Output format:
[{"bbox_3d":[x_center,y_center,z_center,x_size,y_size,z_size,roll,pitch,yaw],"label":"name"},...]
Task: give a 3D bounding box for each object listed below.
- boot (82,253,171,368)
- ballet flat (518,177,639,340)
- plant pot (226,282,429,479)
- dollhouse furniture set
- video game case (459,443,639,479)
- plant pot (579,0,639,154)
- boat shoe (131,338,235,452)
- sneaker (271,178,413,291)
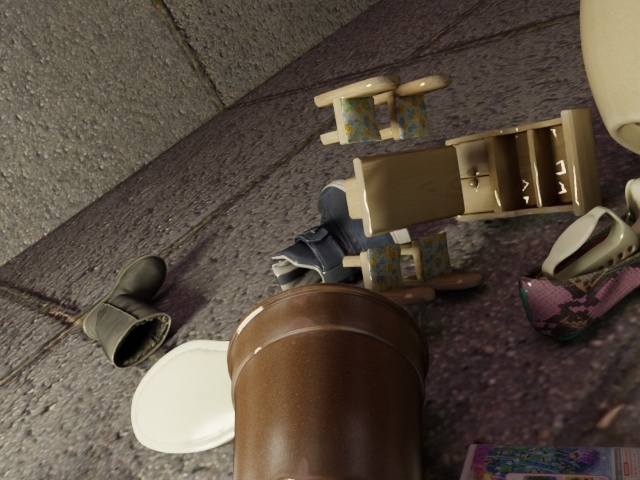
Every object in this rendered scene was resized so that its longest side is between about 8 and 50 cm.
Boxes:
[{"bbox_3d":[-0.280,0.101,1.051,0.189,0.076,0.208,-55,22,-19],"label":"boot"},{"bbox_3d":[0.261,-0.003,0.576,0.221,0.079,0.077,-33,21,-8],"label":"ballet flat"},{"bbox_3d":[0.005,0.146,0.492,0.167,0.167,0.165,-24,31,16],"label":"plant pot"},{"bbox_3d":[0.144,-0.061,0.686,0.242,0.212,0.161,-13,5,-39],"label":"dollhouse furniture set"},{"bbox_3d":[0.141,0.163,0.370,0.143,0.019,0.157,-6,16,24],"label":"video game case"},{"bbox_3d":[0.365,-0.172,0.623,0.284,0.284,0.190,17,86,62],"label":"plant pot"},{"bbox_3d":[-0.058,0.136,0.670,0.305,0.091,0.109,-27,65,25],"label":"boat shoe"},{"bbox_3d":[-0.001,-0.001,0.899,0.163,0.086,0.226,-32,23,-10],"label":"sneaker"}]
